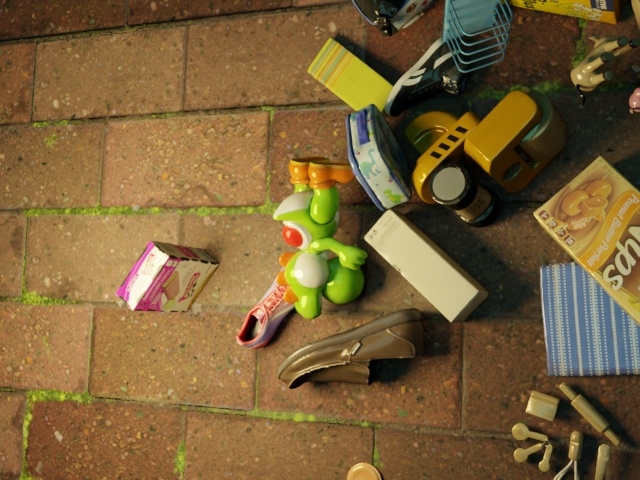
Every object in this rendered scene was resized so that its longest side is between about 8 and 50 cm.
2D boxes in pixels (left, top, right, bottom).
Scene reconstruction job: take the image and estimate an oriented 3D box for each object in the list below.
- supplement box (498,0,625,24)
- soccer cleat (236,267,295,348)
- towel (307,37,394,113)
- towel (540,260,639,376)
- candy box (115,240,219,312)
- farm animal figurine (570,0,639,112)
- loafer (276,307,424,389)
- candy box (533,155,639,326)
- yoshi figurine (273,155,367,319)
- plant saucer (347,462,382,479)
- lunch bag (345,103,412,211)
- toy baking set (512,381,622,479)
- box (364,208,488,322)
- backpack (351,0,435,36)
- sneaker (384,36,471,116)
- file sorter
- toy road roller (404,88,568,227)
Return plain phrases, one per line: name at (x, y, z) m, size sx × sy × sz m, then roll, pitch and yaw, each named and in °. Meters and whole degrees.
supplement box at (0.473, -0.607, 1.776) m, size 0.357 × 0.194 × 0.195 m, roll 18°, pitch 91°, yaw 23°
soccer cleat at (-0.112, 0.152, 1.995) m, size 0.083 × 0.095 × 0.248 m, roll 36°, pitch 99°, yaw 22°
towel at (0.076, -0.380, 2.003) m, size 0.237 × 0.021 × 0.102 m, roll 43°, pitch 105°, yaw 26°
towel at (0.628, 0.153, 1.726) m, size 0.336 × 0.040 × 0.243 m, roll -6°, pitch 84°, yaw 24°
candy box at (-0.364, 0.092, 2.030) m, size 0.071 × 0.233 × 0.159 m, roll 38°, pitch 100°, yaw 21°
farm animal figurine at (0.660, -0.388, 1.674) m, size 0.331 × 0.172 × 0.326 m, roll 10°, pitch 84°, yaw -12°
loafer at (0.070, 0.268, 1.886) m, size 0.366 × 0.134 × 0.130 m, roll -24°, pitch 76°, yaw 19°
candy box at (0.604, 0.003, 1.684) m, size 0.183 × 0.087 × 0.316 m, roll -43°, pitch 60°, yaw 9°
yoshi figurine at (0.021, -0.003, 1.908) m, size 0.203 × 0.203 × 0.361 m, roll 7°, pitch 102°, yaw 19°
plant saucer at (0.099, 0.548, 1.911) m, size 0.084 × 0.013 × 0.083 m, roll -2°, pitch 84°, yaw 23°
lunch bag at (0.123, -0.187, 1.855) m, size 0.090 × 0.176 × 0.219 m, roll -23°, pitch 39°, yaw 17°
toy baking set at (0.516, 0.427, 1.745) m, size 0.256 × 0.030 × 0.196 m, roll 43°, pitch 104°, yaw 21°
box at (0.233, 0.055, 1.855) m, size 0.275 × 0.113 × 0.094 m, roll 45°, pitch 102°, yaw 21°
backpack at (0.182, -0.624, 1.893) m, size 0.263 × 0.213 × 0.276 m, roll -40°, pitch 78°, yaw 23°
sneaker at (0.252, -0.345, 1.903) m, size 0.121 × 0.079 × 0.217 m, roll 44°, pitch 100°, yaw 22°
file sorter at (0.336, -0.451, 1.792) m, size 0.118 × 0.170 × 0.104 m, roll -19°, pitch 72°, yaw 0°
toy road roller at (0.332, -0.208, 1.798) m, size 0.329 × 0.202 × 0.240 m, roll -44°, pitch 59°, yaw 13°
